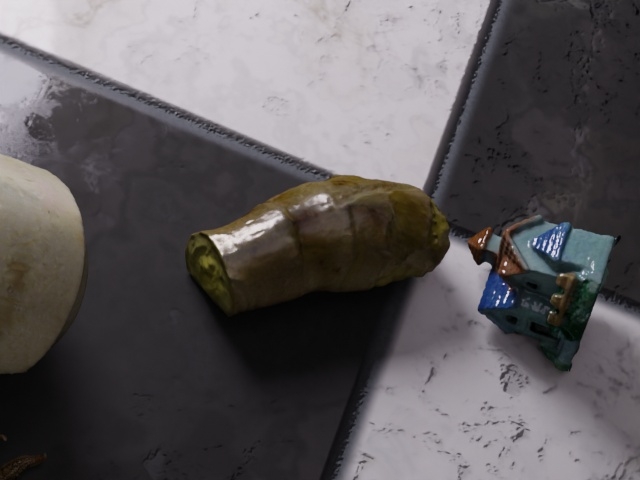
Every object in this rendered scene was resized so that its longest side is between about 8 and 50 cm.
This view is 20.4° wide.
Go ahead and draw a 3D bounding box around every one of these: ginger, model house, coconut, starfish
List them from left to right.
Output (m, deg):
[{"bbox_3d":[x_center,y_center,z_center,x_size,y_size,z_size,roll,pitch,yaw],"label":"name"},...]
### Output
[{"bbox_3d":[-0.335,0.019,1.599,0.241,0.241,0.241,7,61,-12],"label":"coconut"},{"bbox_3d":[-0.290,0.220,1.628,0.091,0.028,0.078,-35,82,-31],"label":"starfish"},{"bbox_3d":[0.000,0.000,1.784,0.263,0.116,0.109,-14,27,-17],"label":"ginger"},{"bbox_3d":[0.212,0.039,1.810,0.149,0.148,0.119,20,63,10],"label":"model house"}]
